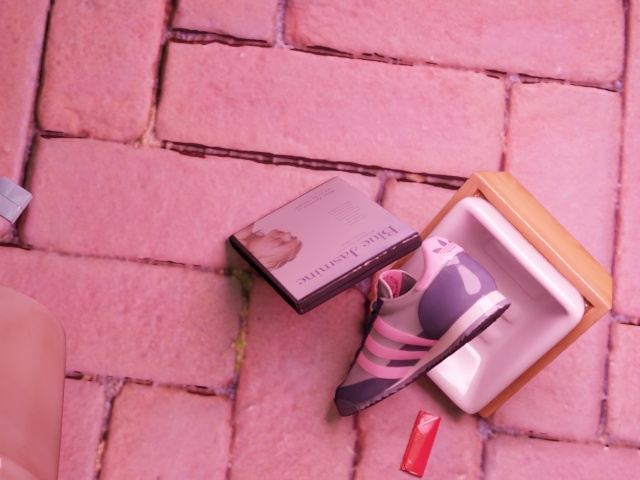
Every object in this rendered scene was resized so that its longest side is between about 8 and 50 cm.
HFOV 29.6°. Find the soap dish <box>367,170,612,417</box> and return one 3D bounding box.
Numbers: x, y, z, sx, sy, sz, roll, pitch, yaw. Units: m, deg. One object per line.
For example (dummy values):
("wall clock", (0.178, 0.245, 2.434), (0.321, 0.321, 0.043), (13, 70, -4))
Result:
("soap dish", (0.216, 0.068, 1.545), (0.229, 0.291, 0.118), (46, 47, 9))

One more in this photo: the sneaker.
("sneaker", (0.101, 0.109, 1.517), (0.112, 0.319, 0.131), (-26, 76, -48))

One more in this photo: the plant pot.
("plant pot", (-0.435, 0.209, 1.451), (0.323, 0.323, 0.280), (15, 58, -1))

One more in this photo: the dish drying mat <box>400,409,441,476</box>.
("dish drying mat", (0.134, 0.270, 1.613), (0.032, 0.008, 0.083), (20, 74, 0))

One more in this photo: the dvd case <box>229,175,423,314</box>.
("dvd case", (0.000, 0.000, 1.571), (0.180, 0.253, 0.022), (-29, 119, -12))

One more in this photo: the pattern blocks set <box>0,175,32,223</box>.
("pattern blocks set", (-0.552, -0.083, 1.566), (0.325, 0.026, 0.285), (43, 76, 7))
